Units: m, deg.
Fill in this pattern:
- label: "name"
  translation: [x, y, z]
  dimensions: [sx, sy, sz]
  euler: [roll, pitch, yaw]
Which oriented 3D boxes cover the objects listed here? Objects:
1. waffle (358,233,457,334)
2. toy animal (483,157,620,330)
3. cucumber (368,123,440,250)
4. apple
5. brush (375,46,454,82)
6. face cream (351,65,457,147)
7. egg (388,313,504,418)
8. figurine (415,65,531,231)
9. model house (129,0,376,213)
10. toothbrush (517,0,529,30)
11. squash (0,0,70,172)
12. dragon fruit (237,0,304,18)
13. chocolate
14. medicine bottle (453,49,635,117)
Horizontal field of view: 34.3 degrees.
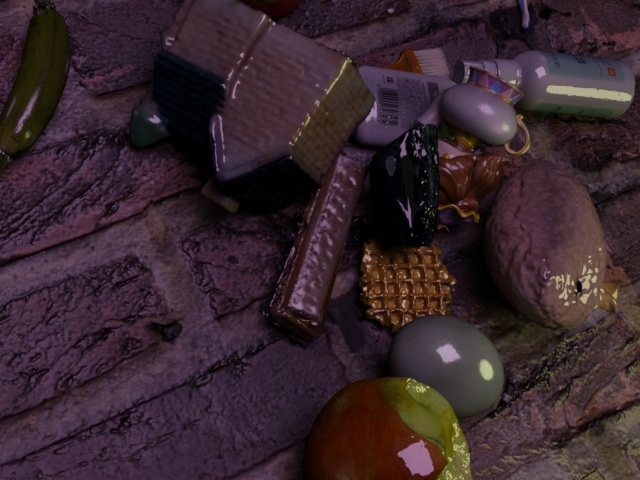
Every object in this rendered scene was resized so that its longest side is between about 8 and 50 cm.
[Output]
- label: "waffle"
  translation: [0.137, 0.068, 1.659]
  dimensions: [0.191, 0.038, 0.191]
  euler: [9, 64, -19]
- label: "toy animal"
  translation: [0.369, 0.009, 1.699]
  dimensions: [0.226, 0.188, 0.358]
  euler: [51, 36, -34]
- label: "cucumber"
  translation: [0.124, -0.083, 1.616]
  dimensions: [0.086, 0.115, 0.193]
  euler: [4, 83, -67]
- label: "apple"
  translation: [0.102, 0.299, 1.417]
  dimensions: [0.246, 0.246, 0.226]
  euler: [24, 52, -12]
- label: "brush"
  translation: [0.099, -0.288, 1.821]
  dimensions: [0.314, 0.017, 0.090]
  euler: [-12, 69, -27]
- label: "face cream"
  translation: [0.188, -0.221, 1.792]
  dimensions: [0.291, 0.071, 0.144]
  euler: [2, 76, -22]
- label: "egg"
  translation: [0.190, 0.190, 1.558]
  dimensions: [0.192, 0.149, 0.149]
  euler: [28, 57, -29]
- label: "figurine"
  translation: [0.230, -0.144, 1.694]
  dimensions: [0.189, 0.142, 0.263]
  euler: [29, 96, 23]
- label: "model house"
  translation: [-0.121, -0.193, 1.575]
  dimensions: [0.298, 0.243, 0.284]
  euler: [29, 82, 20]
- label: "toothbrush"
  translation: [0.381, -0.530, 2.051]
  dimensions: [0.027, 0.021, 0.269]
  euler: [0, 68, -18]
- label: "squash"
  translation: [-0.419, -0.234, 1.536]
  dimensions: [0.071, 0.080, 0.318]
  euler: [42, 49, -48]
- label: "dragon fruit"
  translation: [-0.109, -0.519, 1.731]
  dimensions: [0.290, 0.189, 0.290]
  euler: [9, 64, -19]
- label: "chocolate"
  translation: [0.006, 0.001, 1.603]
  dimensions: [0.102, 0.065, 0.329]
  euler: [37, 57, -32]
- label: "medicine bottle"
  translation: [0.404, -0.291, 1.898]
  dimensions: [0.352, 0.110, 0.110]
  euler: [2, 66, -23]
